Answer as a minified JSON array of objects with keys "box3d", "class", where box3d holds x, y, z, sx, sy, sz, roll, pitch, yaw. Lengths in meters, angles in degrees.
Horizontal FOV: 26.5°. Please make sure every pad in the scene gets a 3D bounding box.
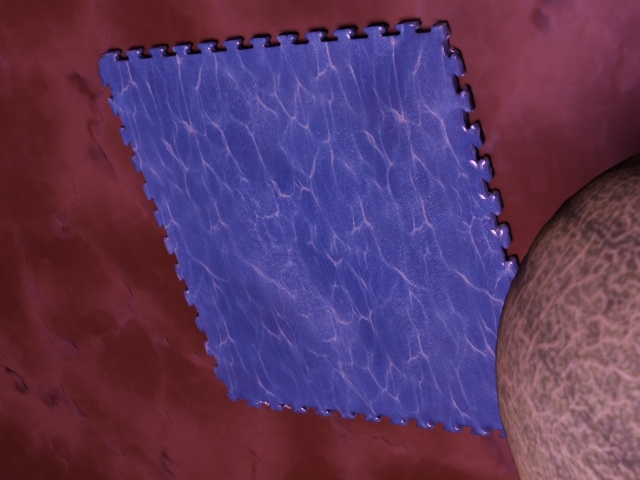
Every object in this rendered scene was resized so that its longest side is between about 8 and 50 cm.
[{"box3d":[0.000,0.000,0.816,0.269,0.012,0.270,0,120,40],"class":"pad"}]

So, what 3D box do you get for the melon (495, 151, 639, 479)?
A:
[{"box3d":[0.212,0.085,0.539,0.301,0.237,0.237,41,137,16],"class":"melon"}]
